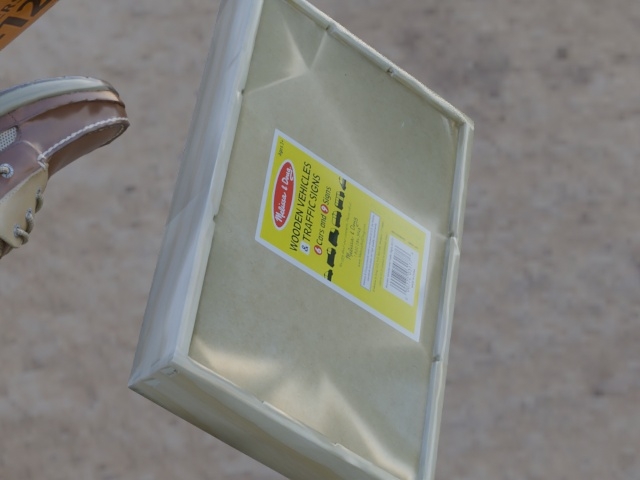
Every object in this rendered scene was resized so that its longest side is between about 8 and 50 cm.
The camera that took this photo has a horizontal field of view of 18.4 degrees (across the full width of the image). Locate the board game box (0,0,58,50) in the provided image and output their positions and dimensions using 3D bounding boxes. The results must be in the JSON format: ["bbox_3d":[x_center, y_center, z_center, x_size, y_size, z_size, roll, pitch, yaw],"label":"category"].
[{"bbox_3d":[-0.273,-0.243,0.724,0.356,0.356,0.356,57,18,13],"label":"board game box"}]

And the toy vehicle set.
[{"bbox_3d":[0.000,0.000,1.035,0.035,0.166,0.267,-32,35,40],"label":"toy vehicle set"}]

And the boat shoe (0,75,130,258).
[{"bbox_3d":[-0.286,-0.031,1.572,0.324,0.122,0.120,-26,82,-35],"label":"boat shoe"}]
